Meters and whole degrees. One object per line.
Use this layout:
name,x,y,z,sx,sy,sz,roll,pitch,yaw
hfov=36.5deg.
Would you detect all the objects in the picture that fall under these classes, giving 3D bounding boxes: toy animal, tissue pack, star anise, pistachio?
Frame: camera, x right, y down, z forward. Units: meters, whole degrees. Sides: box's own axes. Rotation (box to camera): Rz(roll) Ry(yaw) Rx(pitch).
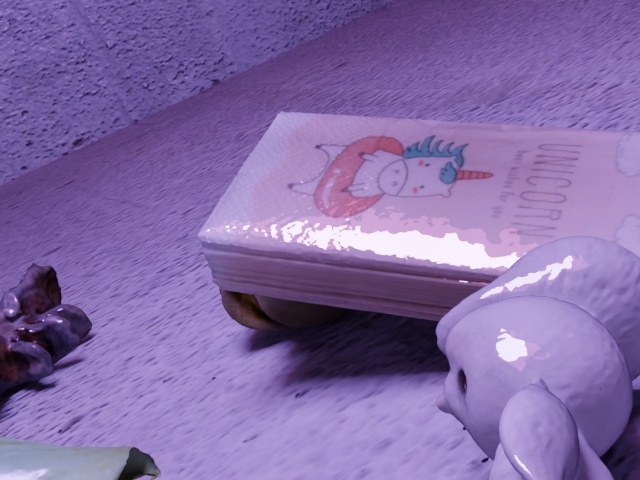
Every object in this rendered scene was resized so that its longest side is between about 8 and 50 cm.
toy animal,0.106,0.093,0.500,0.131,0.103,0.221,-11,21,29
tissue pack,0.090,-0.019,0.705,0.325,0.071,0.170,6,43,25
star anise,-0.354,0.109,1.000,0.258,0.110,0.198,-26,17,-30
pistachio,0.000,0.000,0.865,0.206,0.131,0.129,-49,9,-29

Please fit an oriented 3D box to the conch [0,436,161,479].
conch,-0.249,0.199,0.644,0.251,0.137,0.143,3,-2,16
